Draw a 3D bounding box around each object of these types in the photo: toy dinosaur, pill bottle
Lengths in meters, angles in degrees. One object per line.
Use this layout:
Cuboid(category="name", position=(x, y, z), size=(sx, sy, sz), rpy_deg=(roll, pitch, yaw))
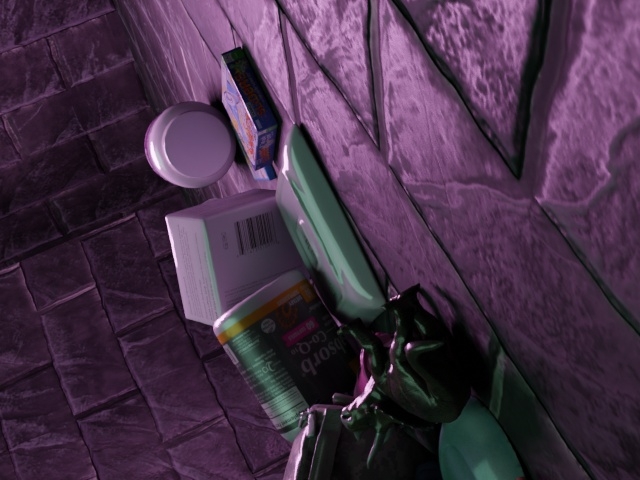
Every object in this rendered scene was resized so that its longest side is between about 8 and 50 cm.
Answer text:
Cuboid(category="toy dinosaur", position=(0.107, 0.135, 1.077), size=(0.160, 0.121, 0.313), rpy_deg=(60, 156, 3))
Cuboid(category="pill bottle", position=(-0.022, 0.196, 1.495), size=(0.278, 0.162, 0.162), rpy_deg=(56, 170, 2))
Cuboid(category="pill bottle", position=(-0.256, -0.188, 2.001), size=(0.169, 0.169, 0.301), rpy_deg=(68, 170, -10))

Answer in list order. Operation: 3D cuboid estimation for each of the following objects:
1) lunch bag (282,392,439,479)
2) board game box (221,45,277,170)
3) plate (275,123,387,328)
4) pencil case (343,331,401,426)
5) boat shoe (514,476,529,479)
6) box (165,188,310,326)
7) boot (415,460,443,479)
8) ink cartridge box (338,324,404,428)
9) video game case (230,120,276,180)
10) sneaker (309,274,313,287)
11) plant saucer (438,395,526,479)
Cuboid(category="lunch bag", position=(0.041, 0.378, 1.268), size=(0.256, 0.212, 0.305), rpy_deg=(56, -140, -46))
Cuboid(category="board game box", position=(-0.113, -0.202, 1.598), size=(0.201, 0.035, 0.136), rpy_deg=(109, 136, -76))
Cuboid(category="plate", position=(0.000, 0.000, 1.455), size=(0.278, 0.045, 0.277), rpy_deg=(64, 169, 9))
Cuboid(category="pencil case", position=(0.085, 0.181, 1.317), size=(0.209, 0.095, 0.098), rpy_deg=(99, 161, -69))
Cuboid(category="boat shoe", position=(0.225, 0.321, 1.001), size=(0.072, 0.068, 0.190), rpy_deg=(-103, 1, -77))
Cuboid(category="box", position=(-0.130, 0.024, 1.631), size=(0.119, 0.181, 0.182), rpy_deg=(8, 112, 52))
Cuboid(category="boot", position=(0.165, 0.353, 1.226), size=(0.086, 0.069, 0.190), rpy_deg=(-82, -28, -54))
Cuboid(category="ink cartridge box", position=(0.065, 0.250, 1.679), size=(0.189, 0.066, 0.232), rpy_deg=(63, 166, 16))
Cuboid(category="video game case", position=(-0.121, -0.162, 1.793), size=(0.166, 0.015, 0.119), rpy_deg=(-165, 51, -77))
Cuboid(category="sneaker", position=(-0.062, 0.002, 1.755), size=(0.185, 0.069, 0.084), rpy_deg=(54, 157, 25))
Cuboid(category="plant saucer", position=(0.170, 0.265, 1.111), size=(0.195, 0.037, 0.195), rpy_deg=(165, 90, -74))
